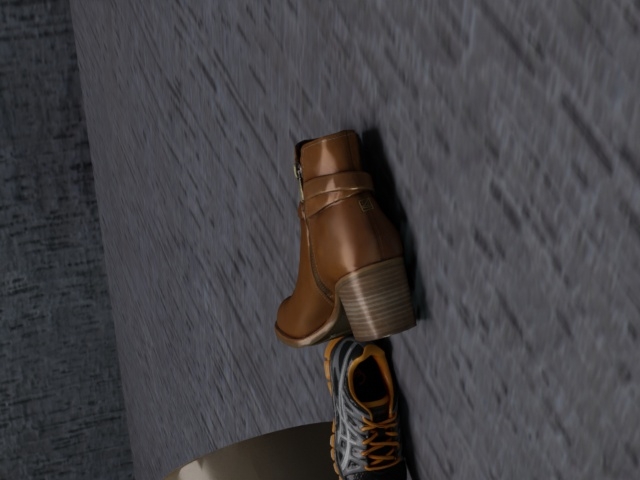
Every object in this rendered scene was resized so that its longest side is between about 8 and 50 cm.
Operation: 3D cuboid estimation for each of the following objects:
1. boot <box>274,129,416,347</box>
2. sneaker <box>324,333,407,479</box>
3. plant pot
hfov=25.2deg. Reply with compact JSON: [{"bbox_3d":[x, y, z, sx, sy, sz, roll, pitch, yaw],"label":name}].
[{"bbox_3d":[0.000,0.000,1.554,0.283,0.109,0.220,167,87,-72],"label":"boot"},{"bbox_3d":[0.056,0.209,1.624,0.083,0.084,0.215,166,89,-69],"label":"sneaker"},{"bbox_3d":[-0.041,0.399,1.783,0.256,0.256,0.274,115,140,-67],"label":"plant pot"}]
